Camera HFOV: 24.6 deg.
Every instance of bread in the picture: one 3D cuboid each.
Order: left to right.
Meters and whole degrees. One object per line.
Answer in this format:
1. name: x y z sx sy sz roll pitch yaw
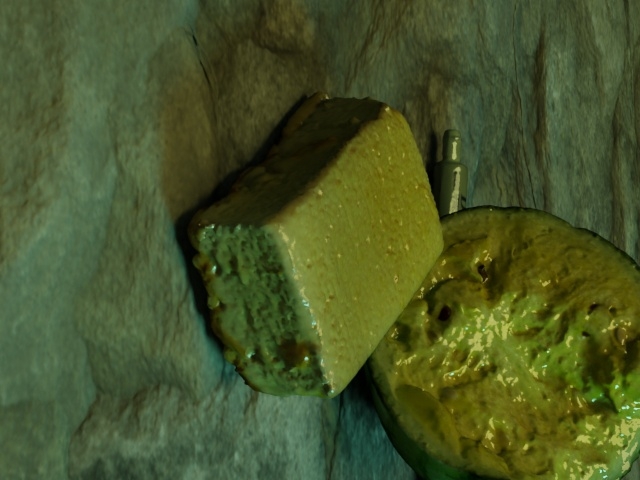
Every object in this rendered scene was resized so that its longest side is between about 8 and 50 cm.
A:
1. bread: 0.000 0.000 1.281 0.275 0.114 0.185 -51 129 -52

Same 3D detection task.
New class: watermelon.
1. watermelon: 0.184 0.141 1.488 0.189 0.330 0.331 103 10 -47

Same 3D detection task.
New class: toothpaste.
1. toothpaste: 0.139 0.005 1.624 0.067 0.037 0.256 9 85 -62
